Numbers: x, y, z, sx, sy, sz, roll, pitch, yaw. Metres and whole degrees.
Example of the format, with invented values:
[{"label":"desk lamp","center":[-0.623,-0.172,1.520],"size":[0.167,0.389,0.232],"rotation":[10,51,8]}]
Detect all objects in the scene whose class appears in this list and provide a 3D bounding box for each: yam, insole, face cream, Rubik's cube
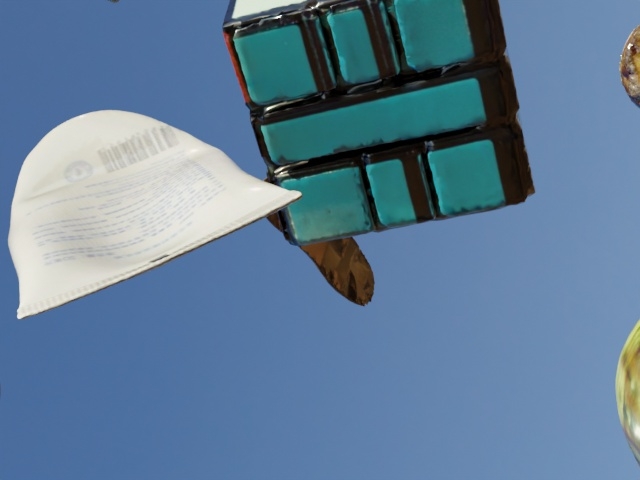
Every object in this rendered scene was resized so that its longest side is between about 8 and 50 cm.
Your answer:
[{"label":"yam","center":[0.251,-0.124,0.898],"size":[0.141,0.079,0.079],"rotation":[-24,-66,-70]},{"label":"insole","center":[0.000,0.000,2.057],"size":[0.328,0.007,0.111],"rotation":[43,-131,-41]},{"label":"face cream","center":[-0.177,-0.033,1.163],"size":[0.234,0.420,0.137],"rotation":[-22,-73,-11]},{"label":"Rubik's cube","center":[0.069,-0.190,1.430],"size":[0.294,0.288,0.284],"rotation":[-83,-19,-57]}]

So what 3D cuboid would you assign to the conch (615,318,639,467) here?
[{"label":"conch","center":[0.216,0.070,0.558],"size":[0.187,0.181,0.124],"rotation":[-19,-78,-48]}]

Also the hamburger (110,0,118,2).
[{"label":"hamburger","center":[-0.312,-0.433,1.485],"size":[0.132,0.211,0.309],"rotation":[-36,-48,-50]}]
